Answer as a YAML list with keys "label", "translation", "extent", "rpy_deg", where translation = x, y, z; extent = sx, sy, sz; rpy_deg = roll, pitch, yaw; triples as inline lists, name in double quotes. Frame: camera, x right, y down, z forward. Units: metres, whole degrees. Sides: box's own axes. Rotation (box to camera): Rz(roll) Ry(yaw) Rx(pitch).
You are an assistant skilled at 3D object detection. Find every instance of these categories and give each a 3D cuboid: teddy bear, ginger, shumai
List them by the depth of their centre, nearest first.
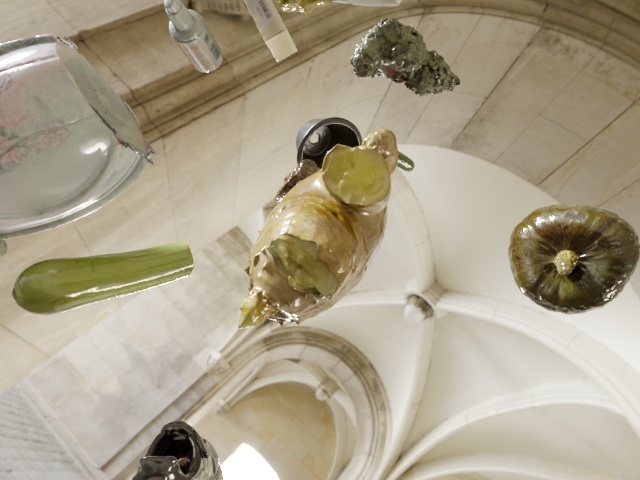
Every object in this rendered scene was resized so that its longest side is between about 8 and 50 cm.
- label: "ginger"
  translation: [0.000, 0.000, 0.385]
  extent: [0.102, 0.216, 0.157]
  rpy_deg: [40, -33, -3]
- label: "shumai"
  translation: [-0.038, -0.116, 0.952]
  extent: [0.105, 0.123, 0.139]
  rpy_deg: [45, 1, 28]
- label: "teddy bear"
  translation: [0.297, -0.597, 1.485]
  extent: [0.368, 0.357, 0.224]
  rpy_deg: [31, -72, -6]

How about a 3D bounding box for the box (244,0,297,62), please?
- label: "box"
  translation: [-0.187, -0.802, 1.583]
  extent: [0.211, 0.095, 0.168]
  rpy_deg: [64, 10, 7]

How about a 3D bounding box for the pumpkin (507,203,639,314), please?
- label: "pumpkin"
  translation: [0.463, 0.036, 0.811]
  extent: [0.219, 0.162, 0.218]
  rpy_deg: [4, -83, 34]

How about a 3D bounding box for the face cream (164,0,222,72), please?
- label: "face cream"
  translation: [-0.362, -0.579, 1.193]
  extent: [0.101, 0.101, 0.251]
  rpy_deg: [43, -2, 13]

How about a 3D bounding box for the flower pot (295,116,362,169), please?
- label: "flower pot"
  translation: [0.008, -0.365, 1.639]
  extent: [0.166, 0.269, 0.268]
  rpy_deg: [-126, -162, -46]

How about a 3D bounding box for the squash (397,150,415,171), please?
- label: "squash"
  translation: [0.313, -0.355, 1.825]
  extent: [0.229, 0.066, 0.066]
  rpy_deg: [21, -12, -32]

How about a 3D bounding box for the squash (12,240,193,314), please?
- label: "squash"
  translation: [-0.324, 0.055, 0.662]
  extent: [0.083, 0.250, 0.083]
  rpy_deg: [16, -69, 48]

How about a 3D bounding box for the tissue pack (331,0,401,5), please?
- label: "tissue pack"
  translation: [0.136, -0.935, 1.351]
  extent: [0.194, 0.267, 0.355]
  rpy_deg: [119, -36, -65]

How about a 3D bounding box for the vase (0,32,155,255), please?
- label: "vase"
  translation: [-0.494, -0.094, 0.619]
  extent: [0.249, 0.446, 0.250]
  rpy_deg: [60, -1, 1]

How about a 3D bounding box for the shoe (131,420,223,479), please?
- label: "shoe"
  translation: [-0.181, 0.292, 0.555]
  extent: [0.227, 0.099, 0.111]
  rpy_deg: [-137, -130, -88]

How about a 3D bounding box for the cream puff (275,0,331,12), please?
- label: "cream puff"
  translation: [-0.040, -0.445, 0.680]
  extent: [0.147, 0.116, 0.146]
  rpy_deg: [1, -88, 30]
